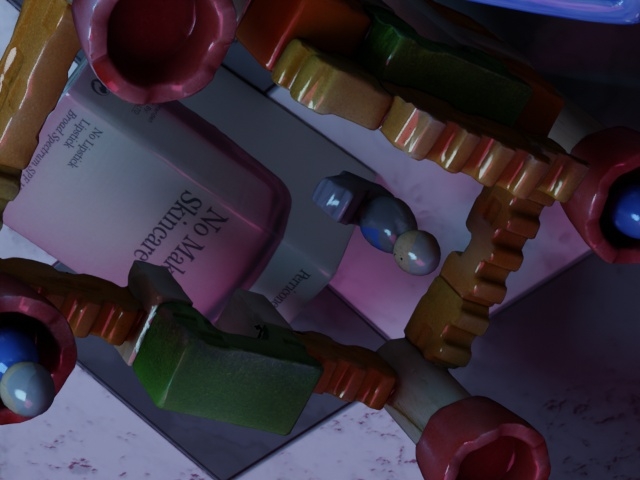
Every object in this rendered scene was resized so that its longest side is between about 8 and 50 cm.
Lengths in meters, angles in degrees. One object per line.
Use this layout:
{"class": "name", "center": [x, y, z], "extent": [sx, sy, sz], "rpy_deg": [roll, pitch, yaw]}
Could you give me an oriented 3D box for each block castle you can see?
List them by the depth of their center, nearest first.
{"class": "block castle", "center": [0.000, 0.000, 1.177], "extent": [0.453, 0.213, 0.303], "rpy_deg": [17, 108, -33]}

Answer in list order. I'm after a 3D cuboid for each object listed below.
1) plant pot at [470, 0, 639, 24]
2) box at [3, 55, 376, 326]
{"class": "plant pot", "center": [0.100, -0.287, 1.072], "extent": [0.236, 0.212, 0.236], "rpy_deg": [11, 130, 10]}
{"class": "box", "center": [-0.102, -0.035, 1.401], "extent": [0.232, 0.127, 0.148], "rpy_deg": [35, 130, -9]}
